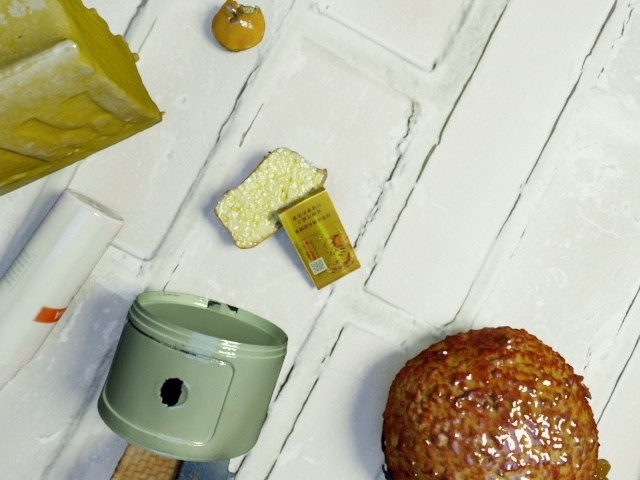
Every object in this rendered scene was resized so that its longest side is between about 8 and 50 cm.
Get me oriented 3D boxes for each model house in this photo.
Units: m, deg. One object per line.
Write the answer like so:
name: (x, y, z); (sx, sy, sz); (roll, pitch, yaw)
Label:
model house: (-0.221, 0.406, 0.649); (0.172, 0.166, 0.183); (7, 102, -8)

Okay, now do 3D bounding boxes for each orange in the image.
orange: (-0.131, -0.342, 0.687); (0.086, 0.062, 0.086); (0, 94, -3)

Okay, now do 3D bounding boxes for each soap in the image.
soap: (-0.410, -0.180, 0.555); (0.335, 0.293, 0.156); (-26, 96, -5)

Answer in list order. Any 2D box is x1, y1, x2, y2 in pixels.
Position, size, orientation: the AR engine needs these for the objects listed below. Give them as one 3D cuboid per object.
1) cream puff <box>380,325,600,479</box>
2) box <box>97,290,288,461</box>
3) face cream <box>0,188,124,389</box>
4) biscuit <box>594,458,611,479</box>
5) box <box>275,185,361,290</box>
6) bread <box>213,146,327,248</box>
cream puff: (0.261, 0.295, 0.649); (0.350, 0.228, 0.350); (0, 92, -7)
box: (-0.172, 0.177, 0.610); (0.226, 0.226, 0.149); (18, 90, -5)
face cream: (-0.436, 0.089, 0.651); (0.102, 0.102, 0.345); (34, 89, -4)
biscuit: (0.483, 0.430, 0.771); (0.082, 0.016, 0.092); (-12, 93, -9)
box: (0.000, 0.000, 0.693); (0.089, 0.022, 0.156); (-29, 118, -2)
bread: (-0.080, -0.071, 0.695); (0.187, 0.065, 0.103); (-45, 95, 1)
